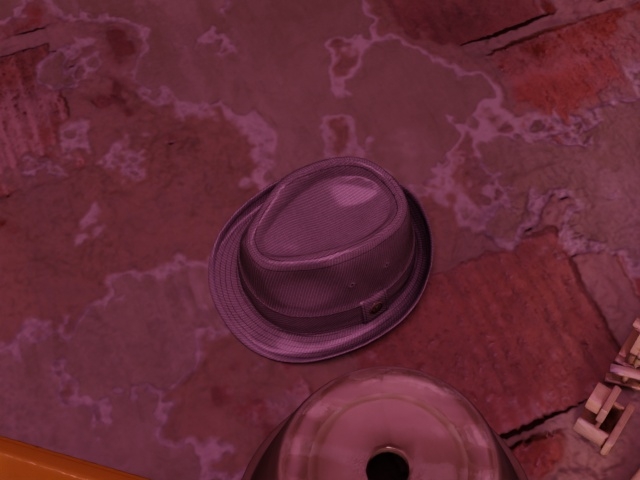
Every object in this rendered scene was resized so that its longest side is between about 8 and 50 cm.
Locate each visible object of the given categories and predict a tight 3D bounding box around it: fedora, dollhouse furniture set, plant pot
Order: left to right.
[{"bbox_3d":[0.000,0.000,1.290,0.275,0.124,0.244,-22,63,-9],"label":"fedora"},{"bbox_3d":[0.061,0.255,1.067,0.323,0.280,0.323,-1,61,3],"label":"plant pot"},{"bbox_3d":[0.357,0.137,1.168,0.101,0.182,0.161,31,67,17],"label":"dollhouse furniture set"}]

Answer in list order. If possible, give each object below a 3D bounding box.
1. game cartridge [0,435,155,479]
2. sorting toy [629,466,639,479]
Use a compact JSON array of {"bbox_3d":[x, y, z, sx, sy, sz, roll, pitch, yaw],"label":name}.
[{"bbox_3d":[-0.301,0.350,1.065,0.285,0.052,0.324,14,98,10],"label":"game cartridge"},{"bbox_3d":[0.461,0.305,1.111,0.307,0.041,0.229,40,96,21],"label":"sorting toy"}]
